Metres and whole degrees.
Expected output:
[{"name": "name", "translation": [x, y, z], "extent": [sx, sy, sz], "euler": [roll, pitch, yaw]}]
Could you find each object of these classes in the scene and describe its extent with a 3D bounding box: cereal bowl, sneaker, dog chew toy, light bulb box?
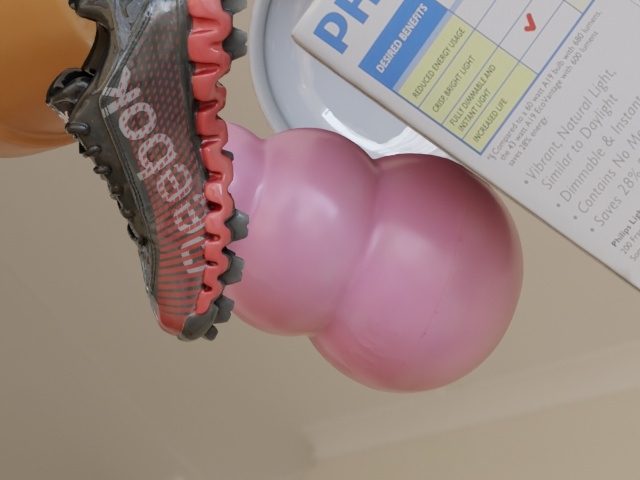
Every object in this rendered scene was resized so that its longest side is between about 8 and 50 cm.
[{"name": "cereal bowl", "translation": [0.091, -0.208, 1.855], "extent": [0.339, 0.339, 0.141], "euler": [48, 7, -7]}, {"name": "sneaker", "translation": [-0.119, -0.062, 1.182], "extent": [0.097, 0.135, 0.276], "euler": [-136, -136, -71]}, {"name": "dog chew toy", "translation": [0.000, 0.000, 1.445], "extent": [0.331, 0.207, 0.206], "euler": [20, -27, -16]}, {"name": "light bulb box", "translation": [0.232, -0.199, 1.348], "extent": [0.361, 0.358, 0.225], "euler": [36, 11, 2]}]

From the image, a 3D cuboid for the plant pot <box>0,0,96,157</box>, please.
[{"name": "plant pot", "translation": [-0.213, -0.223, 1.436], "extent": [0.203, 0.291, 0.291], "euler": [-6, -56, 42]}]
